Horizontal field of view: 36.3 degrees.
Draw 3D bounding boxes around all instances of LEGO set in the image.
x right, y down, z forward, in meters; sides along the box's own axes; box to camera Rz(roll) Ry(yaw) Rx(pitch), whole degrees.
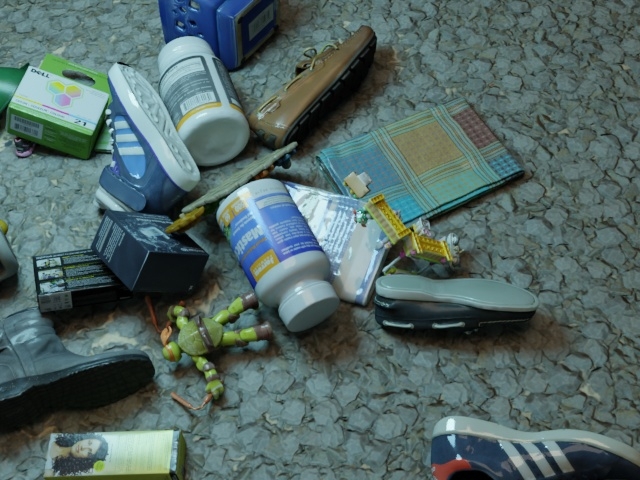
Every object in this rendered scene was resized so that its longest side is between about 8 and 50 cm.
[{"bbox_3d":[0.137,-0.005,1.859,0.287,0.107,0.132,31,39,-21],"label":"LEGO set"}]

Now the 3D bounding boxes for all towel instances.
[{"bbox_3d":[0.207,-0.159,2.062,0.370,0.040,0.271,-24,56,-13],"label":"towel"},{"bbox_3d":[0.000,0.000,1.939,0.285,0.034,0.209,16,74,18],"label":"towel"},{"bbox_3d":[-0.419,-0.234,2.184,0.152,0.023,0.113,4,52,11],"label":"towel"}]

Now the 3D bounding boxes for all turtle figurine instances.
[{"bbox_3d":[-0.212,0.167,1.822,0.217,0.087,0.269,-23,55,-12],"label":"turtle figurine"}]

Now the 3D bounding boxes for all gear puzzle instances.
[{"bbox_3d":[-0.177,-0.093,1.946,0.175,0.044,0.339,-19,15,45],"label":"gear puzzle"}]

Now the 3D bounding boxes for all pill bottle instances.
[{"bbox_3d":[-0.075,0.031,1.844,0.152,0.152,0.272,-25,65,-13],"label":"pill bottle"},{"bbox_3d":[-0.264,-0.310,2.137,0.162,0.162,0.278,-17,53,-8],"label":"pill bottle"}]

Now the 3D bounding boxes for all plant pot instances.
[{"bbox_3d":[-0.224,-0.553,2.278,0.212,0.236,0.236,32,62,17],"label":"plant pot"}]

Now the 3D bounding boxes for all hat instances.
[{"bbox_3d":[-0.783,-0.365,2.173,0.208,0.183,0.173,-57,27,-9],"label":"hat"}]

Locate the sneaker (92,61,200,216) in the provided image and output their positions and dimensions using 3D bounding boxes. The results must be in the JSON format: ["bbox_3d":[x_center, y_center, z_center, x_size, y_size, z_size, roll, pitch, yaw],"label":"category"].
[{"bbox_3d":[-0.412,-0.178,2.012,0.236,0.130,0.323,-35,79,18],"label":"sneaker"}]

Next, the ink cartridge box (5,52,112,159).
[{"bbox_3d":[-0.566,-0.330,2.181,0.188,0.097,0.255,19,54,-9],"label":"ink cartridge box"}]

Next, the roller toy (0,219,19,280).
[{"bbox_3d":[-0.687,0.001,1.925,0.146,0.209,0.191,-27,95,-14],"label":"roller toy"}]

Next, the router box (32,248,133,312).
[{"bbox_3d":[-0.463,0.072,1.900,0.179,0.046,0.133,-7,37,-16],"label":"router box"}]

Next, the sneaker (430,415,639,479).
[{"bbox_3d":[0.351,0.390,1.597,0.350,0.131,0.148,3,61,14],"label":"sneaker"}]

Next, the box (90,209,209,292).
[{"bbox_3d":[-0.328,0.022,1.880,0.156,0.093,0.158,5,28,-50],"label":"box"}]

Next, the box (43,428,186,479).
[{"bbox_3d":[-0.355,0.380,1.694,0.232,0.058,0.087,-3,53,2],"label":"box"}]

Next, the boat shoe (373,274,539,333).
[{"bbox_3d":[0.250,0.126,1.817,0.302,0.091,0.114,7,22,12],"label":"boat shoe"}]

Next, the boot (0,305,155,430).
[{"bbox_3d":[-0.490,0.204,1.809,0.338,0.118,0.223,-11,45,-12],"label":"boot"}]

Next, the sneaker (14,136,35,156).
[{"bbox_3d":[-0.650,-0.245,2.186,0.047,0.057,0.119,9,54,15],"label":"sneaker"}]

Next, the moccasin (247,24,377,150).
[{"bbox_3d":[-0.013,-0.353,2.175,0.147,0.139,0.380,36,73,17],"label":"moccasin"}]
